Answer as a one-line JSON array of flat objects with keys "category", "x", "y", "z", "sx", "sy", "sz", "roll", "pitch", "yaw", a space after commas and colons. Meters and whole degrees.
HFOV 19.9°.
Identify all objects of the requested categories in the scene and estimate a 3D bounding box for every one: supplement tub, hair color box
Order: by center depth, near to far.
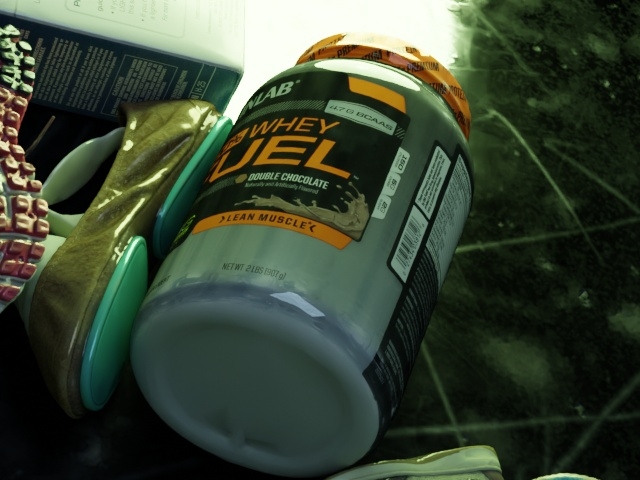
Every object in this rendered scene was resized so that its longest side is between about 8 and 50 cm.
[{"category": "supplement tub", "x": 0.000, "y": 0.000, "z": 1.436, "sx": 0.207, "sy": 0.207, "sz": 0.338, "roll": 27, "pitch": 47, "yaw": -4}, {"category": "hair color box", "x": -0.241, "y": -0.213, "z": 1.551, "sx": 0.347, "sy": 0.105, "sz": 0.174, "roll": 13, "pitch": 50, "yaw": -17}]

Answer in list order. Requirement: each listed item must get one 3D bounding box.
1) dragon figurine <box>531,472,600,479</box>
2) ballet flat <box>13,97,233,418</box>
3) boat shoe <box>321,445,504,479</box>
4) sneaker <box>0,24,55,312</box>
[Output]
[{"category": "dragon figurine", "x": 0.299, "y": 0.261, "z": 1.460, "sx": 0.289, "sy": 0.085, "sz": 0.144, "roll": 16, "pitch": 49, "yaw": -16}, {"category": "ballet flat", "x": -0.175, "y": -0.001, "z": 1.429, "sx": 0.124, "sy": 0.116, "sz": 0.342, "roll": 13, "pitch": 47, "yaw": 10}, {"category": "boat shoe", "x": 0.060, "y": 0.212, "z": 1.386, "sx": 0.223, "sy": 0.080, "sz": 0.073, "roll": -9, "pitch": 54, "yaw": -37}, {"category": "sneaker", "x": -0.275, "y": -0.040, "z": 1.385, "sx": 0.121, "sy": 0.112, "sz": 0.299, "roll": 20, "pitch": 43, "yaw": -23}]
